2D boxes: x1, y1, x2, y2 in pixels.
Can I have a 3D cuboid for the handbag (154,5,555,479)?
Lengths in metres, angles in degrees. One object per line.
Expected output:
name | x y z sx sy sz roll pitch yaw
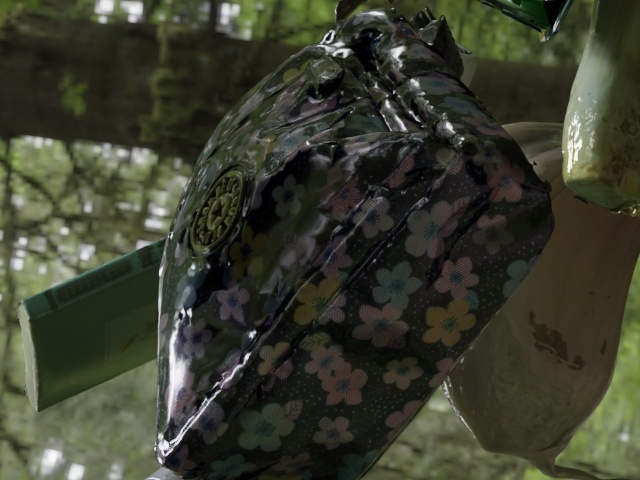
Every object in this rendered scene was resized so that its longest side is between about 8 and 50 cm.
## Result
handbag | 0.000 0.000 0.731 0.228 0.127 0.208 -54 27 15

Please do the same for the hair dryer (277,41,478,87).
hair dryer | 0.058 -0.182 1.751 0.073 0.236 0.131 50 123 56

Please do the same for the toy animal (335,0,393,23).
toy animal | 0.060 -0.255 1.358 0.202 0.105 0.070 -33 -30 -27

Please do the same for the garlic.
garlic | 0.183 0.051 1.470 0.246 0.231 0.339 3 -83 -32

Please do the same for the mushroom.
mushroom | 0.258 -0.176 1.250 0.100 0.081 0.312 23 -106 -32

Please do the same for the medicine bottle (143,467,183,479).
medicine bottle | -0.114 0.181 0.907 0.118 0.074 0.055 -37 -67 -41

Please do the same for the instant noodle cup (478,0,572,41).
instant noodle cup | 0.129 -0.286 1.167 0.240 0.178 0.240 -159 90 -89

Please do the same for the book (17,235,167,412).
book | -0.106 0.040 1.472 0.379 0.031 0.264 -24 -19 -19
